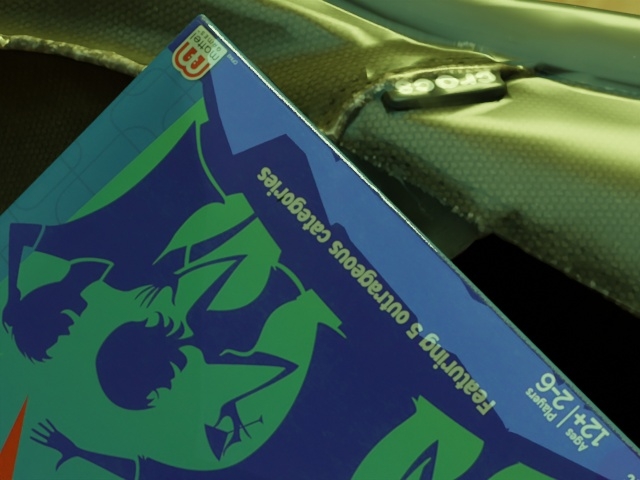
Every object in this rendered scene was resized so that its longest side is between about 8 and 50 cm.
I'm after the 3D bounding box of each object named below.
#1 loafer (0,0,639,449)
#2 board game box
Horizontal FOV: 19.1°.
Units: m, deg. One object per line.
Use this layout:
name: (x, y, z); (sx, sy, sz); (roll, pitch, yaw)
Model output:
loafer: (0.000, 0.000, 0.505); (0.366, 0.134, 0.130); (8, 49, 18)
board game box: (-0.044, 0.079, 0.420); (0.210, 0.047, 0.160); (-46, 66, 3)
